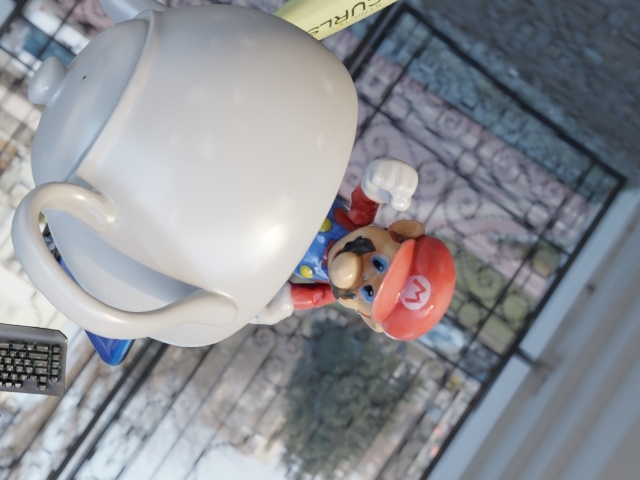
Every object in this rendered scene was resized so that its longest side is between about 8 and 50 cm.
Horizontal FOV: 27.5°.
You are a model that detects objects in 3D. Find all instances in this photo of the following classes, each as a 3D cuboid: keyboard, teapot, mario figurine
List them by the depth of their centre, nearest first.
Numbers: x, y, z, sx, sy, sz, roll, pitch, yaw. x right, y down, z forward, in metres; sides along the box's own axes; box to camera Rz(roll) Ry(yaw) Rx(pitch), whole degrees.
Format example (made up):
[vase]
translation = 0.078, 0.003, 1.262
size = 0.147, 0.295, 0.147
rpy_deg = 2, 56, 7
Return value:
[teapot]
translation = -0.109, -0.060, 0.875
size = 0.187, 0.253, 0.256
rpy_deg = 29, 172, -22
[mario figurine]
translation = 0.000, 0.000, 1.384
size = 0.320, 0.170, 0.198
rpy_deg = 28, 143, 35
[keyboard]
translation = -0.509, 0.184, 1.782
size = 0.317, 0.201, 0.033
rpy_deg = 6, -141, -7

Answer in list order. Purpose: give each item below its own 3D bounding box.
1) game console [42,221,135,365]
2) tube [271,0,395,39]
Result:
[game console]
translation = -0.155, -0.059, 1.326
size = 0.173, 0.293, 0.250
rpy_deg = 35, -156, 11
[tube]
translation = 0.022, -0.211, 1.126
size = 0.062, 0.240, 0.070
rpy_deg = 45, 162, 42
